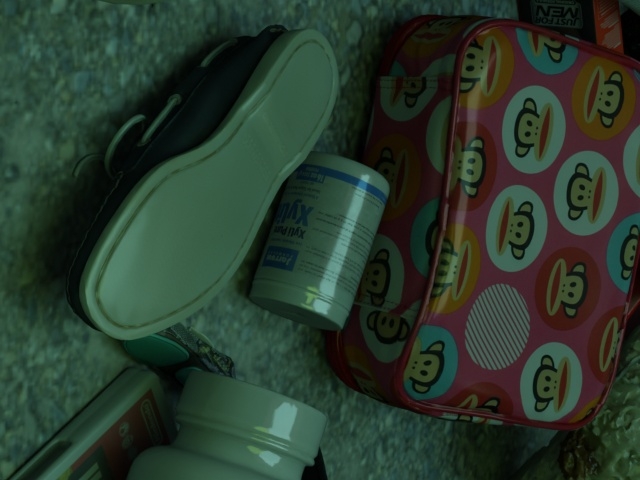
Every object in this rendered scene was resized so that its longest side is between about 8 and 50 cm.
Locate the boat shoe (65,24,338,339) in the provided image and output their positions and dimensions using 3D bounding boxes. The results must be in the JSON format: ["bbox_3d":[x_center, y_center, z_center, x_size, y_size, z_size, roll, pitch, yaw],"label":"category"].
[{"bbox_3d":[-0.082,-0.042,1.058,0.254,0.079,0.095,-58,136,-30],"label":"boat shoe"}]

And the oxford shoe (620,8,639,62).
[{"bbox_3d":[0.256,-0.091,1.500,0.096,0.082,0.227,5,106,-56],"label":"oxford shoe"}]

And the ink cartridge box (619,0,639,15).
[{"bbox_3d":[0.251,-0.281,1.395,0.224,0.045,0.223,17,58,-53],"label":"ink cartridge box"}]

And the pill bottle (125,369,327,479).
[{"bbox_3d":[-0.071,0.197,1.050,0.124,0.124,0.222,34,71,-51],"label":"pill bottle"}]

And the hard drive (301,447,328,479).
[{"bbox_3d":[0.010,0.272,1.195,0.172,0.054,0.255,-106,-177,-52],"label":"hard drive"}]

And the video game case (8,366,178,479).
[{"bbox_3d":[-0.166,0.240,1.058,0.285,0.025,0.204,-44,131,-38],"label":"video game case"}]

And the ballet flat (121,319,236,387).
[{"bbox_3d":[-0.091,0.068,1.113,0.114,0.041,0.041,44,64,-49],"label":"ballet flat"}]

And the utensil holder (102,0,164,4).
[{"bbox_3d":[-0.004,-0.323,0.895,0.385,0.327,0.328,-36,125,-41],"label":"utensil holder"}]

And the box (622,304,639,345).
[{"bbox_3d":[0.340,-0.002,1.588,0.148,0.126,0.232,24,79,-52],"label":"box"}]

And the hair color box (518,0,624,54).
[{"bbox_3d":[0.205,-0.160,1.416,0.043,0.072,0.141,-38,126,-43],"label":"hair color box"}]

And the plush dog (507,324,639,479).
[{"bbox_3d":[0.284,0.219,1.394,0.262,0.225,0.210,-51,175,8],"label":"plush dog"}]

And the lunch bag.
[{"bbox_3d":[0.148,-0.009,1.286,0.258,0.120,0.293,12,90,-36],"label":"lunch bag"}]

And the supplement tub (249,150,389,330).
[{"bbox_3d":[0.000,0.000,1.183,0.071,0.071,0.107,35,70,-51],"label":"supplement tub"}]
